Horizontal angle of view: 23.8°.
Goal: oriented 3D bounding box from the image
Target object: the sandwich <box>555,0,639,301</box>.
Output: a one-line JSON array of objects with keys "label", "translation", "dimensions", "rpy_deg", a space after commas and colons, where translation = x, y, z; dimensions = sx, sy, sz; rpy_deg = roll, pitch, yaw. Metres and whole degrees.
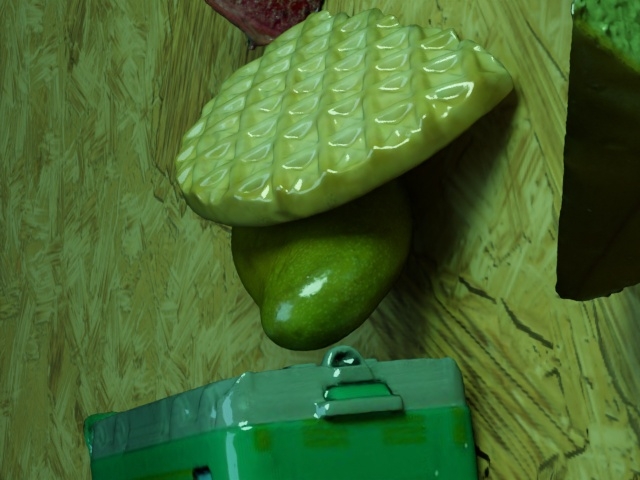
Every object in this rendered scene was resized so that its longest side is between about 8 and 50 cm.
[{"label": "sandwich", "translation": [0.135, -0.068, 0.733], "dimensions": [0.187, 0.144, 0.117], "rpy_deg": [-35, 26, 56]}]

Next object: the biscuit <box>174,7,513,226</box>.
[{"label": "biscuit", "translation": [-0.011, -0.088, 1.058], "dimensions": [0.040, 0.204, 0.309], "rpy_deg": [55, 169, -25]}]

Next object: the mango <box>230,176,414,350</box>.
[{"label": "mango", "translation": [0.000, 0.000, 1.055], "dimensions": [0.099, 0.136, 0.227], "rpy_deg": [56, -166, -25]}]

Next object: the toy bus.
[{"label": "toy bus", "translation": [-0.036, 0.191, 1.067], "dimensions": [0.343, 0.184, 0.199], "rpy_deg": [155, 110, -63]}]

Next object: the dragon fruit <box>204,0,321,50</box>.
[{"label": "dragon fruit", "translation": [-0.069, -0.299, 1.210], "dimensions": [0.126, 0.161, 0.274], "rpy_deg": [48, 132, 54]}]
